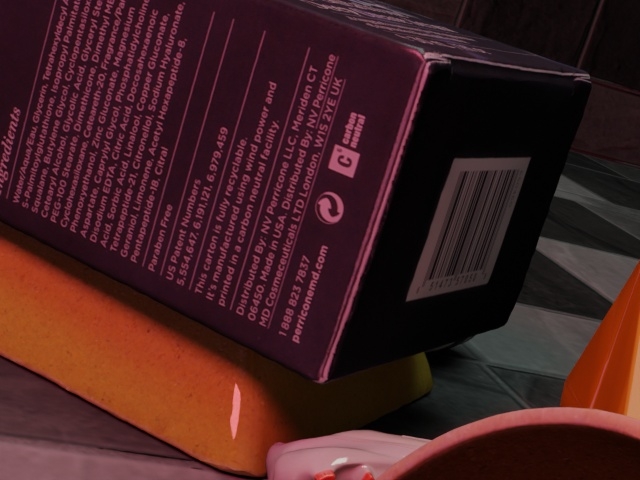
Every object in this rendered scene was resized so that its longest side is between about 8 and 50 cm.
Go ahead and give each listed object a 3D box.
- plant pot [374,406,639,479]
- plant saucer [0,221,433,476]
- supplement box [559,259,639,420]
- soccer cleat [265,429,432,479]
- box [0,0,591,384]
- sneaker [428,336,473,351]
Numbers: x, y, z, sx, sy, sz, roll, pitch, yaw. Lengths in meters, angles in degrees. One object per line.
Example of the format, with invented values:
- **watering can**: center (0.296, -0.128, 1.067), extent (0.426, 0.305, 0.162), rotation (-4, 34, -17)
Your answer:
- **plant pot**: center (0.131, 0.203, 0.392), extent (0.254, 0.237, 0.237), rotation (27, 7, -30)
- **plant saucer**: center (-0.103, 0.040, 0.997), extent (0.333, 0.081, 0.333), rotation (23, 14, 22)
- **supplement box**: center (0.208, 0.136, 0.592), extent (0.194, 0.129, 0.191), rotation (19, 51, 2)
- **soccer cleat**: center (0.061, 0.148, 0.807), extent (0.196, 0.068, 0.076), rotation (9, 12, -22)
- **box**: center (-0.057, -0.089, 0.946), extent (0.396, 0.211, 0.293), rotation (24, 15, 26)
- **sneaker**: center (0.000, 0.000, 1.193), extent (0.321, 0.126, 0.127), rotation (24, 9, 17)
